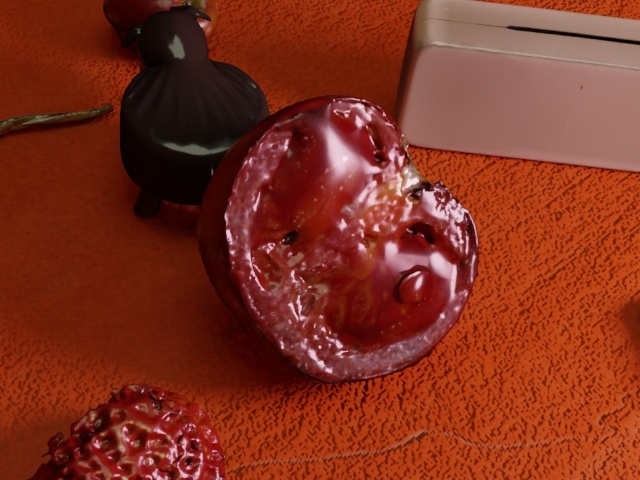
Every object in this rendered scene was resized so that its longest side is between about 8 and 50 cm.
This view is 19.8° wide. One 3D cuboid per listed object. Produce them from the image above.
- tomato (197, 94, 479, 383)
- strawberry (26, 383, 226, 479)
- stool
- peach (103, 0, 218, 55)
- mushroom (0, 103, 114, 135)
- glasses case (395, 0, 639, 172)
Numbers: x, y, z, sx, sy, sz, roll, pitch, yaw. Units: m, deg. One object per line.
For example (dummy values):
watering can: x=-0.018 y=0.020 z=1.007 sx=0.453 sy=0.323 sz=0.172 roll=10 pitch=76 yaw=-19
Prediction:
tomato: x=0.000 y=0.000 z=1.468 sx=0.200 sy=0.139 sz=0.233 roll=-40 pitch=107 yaw=-17
strawberry: x=-0.148 y=0.178 z=1.346 sx=0.121 sy=0.082 sz=0.188 roll=39 pitch=51 yaw=19
stool: x=-0.116 y=-0.104 z=1.566 sx=0.125 sy=0.121 sz=0.217 roll=-10 pitch=54 yaw=-15
peach: x=-0.147 y=-0.209 z=1.675 sx=0.100 sy=0.101 sz=0.101 roll=5 pitch=49 yaw=-5
mushroom: x=-0.315 y=-0.086 z=1.587 sx=0.286 sy=0.028 sz=0.026 roll=-11 pitch=10 yaw=-19
glasses case: x=0.228 y=-0.135 z=1.643 sx=0.313 sy=0.131 sz=0.070 roll=6 pitch=48 yaw=-4
